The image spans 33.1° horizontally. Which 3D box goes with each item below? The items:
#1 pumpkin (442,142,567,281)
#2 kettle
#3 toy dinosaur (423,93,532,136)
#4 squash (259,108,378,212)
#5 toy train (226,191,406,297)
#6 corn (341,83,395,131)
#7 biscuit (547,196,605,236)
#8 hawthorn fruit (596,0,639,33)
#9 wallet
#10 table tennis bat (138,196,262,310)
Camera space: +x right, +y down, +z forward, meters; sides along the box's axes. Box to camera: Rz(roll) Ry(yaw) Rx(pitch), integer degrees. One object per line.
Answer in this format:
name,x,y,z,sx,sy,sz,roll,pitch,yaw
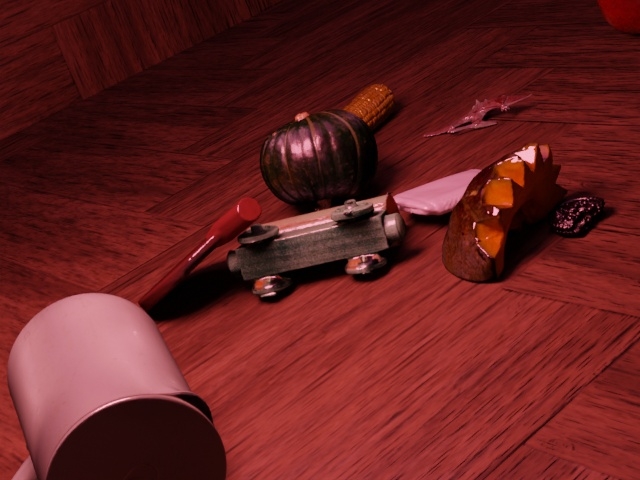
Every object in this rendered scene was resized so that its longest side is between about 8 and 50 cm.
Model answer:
pumpkin,0.239,-0.057,1.550,0.149,0.130,0.254,0,31,39
kettle,-0.268,0.220,1.243,0.265,0.205,0.318,-23,25,-15
toy dinosaur,0.298,-0.237,2.043,0.220,0.032,0.108,-22,24,19
squash,-0.003,-0.140,1.882,0.218,0.172,0.218,-23,18,8
toy train,0.000,0.000,1.663,0.285,0.116,0.177,-14,11,16
corn,0.082,-0.251,2.194,0.080,0.080,0.238,-2,31,37
biscuit,0.365,-0.035,1.525,0.087,0.027,0.089,-18,22,7
hawthorn fruit,0.683,-0.510,2.146,0.230,0.210,0.266,-16,33,-26
wallet,0.210,-0.076,1.721,0.183,0.032,0.124,-22,20,-26
table tennis bat,-0.188,0.016,1.683,0.310,0.038,0.200,-36,9,47
